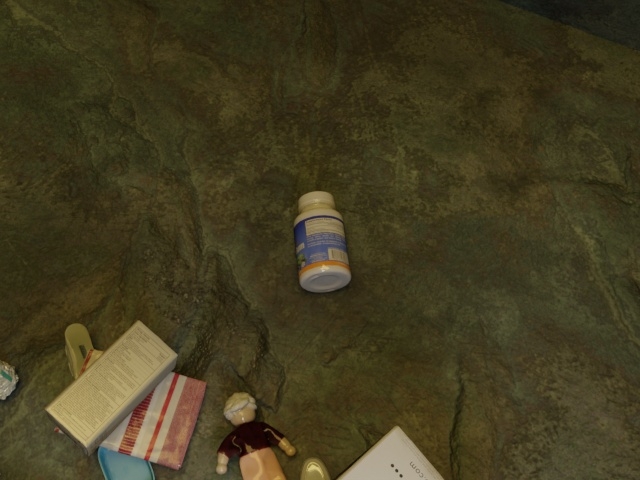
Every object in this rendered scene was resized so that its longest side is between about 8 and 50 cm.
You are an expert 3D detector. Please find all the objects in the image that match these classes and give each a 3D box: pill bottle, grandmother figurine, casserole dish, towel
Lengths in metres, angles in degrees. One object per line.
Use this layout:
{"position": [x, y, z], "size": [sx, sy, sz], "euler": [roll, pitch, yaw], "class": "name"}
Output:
{"position": [0.000, 0.000, 2.053], "size": [0.152, 0.152, 0.272], "euler": [-6, 61, -3], "class": "pill bottle"}
{"position": [-0.170, 0.545, 1.798], "size": [0.207, 0.104, 0.343], "euler": [-3, 55, -32], "class": "grandmother figurine"}
{"position": [-0.494, 0.580, 1.806], "size": [0.114, 0.037, 0.188], "euler": [-25, 66, -13], "class": "casserole dish"}
{"position": [-0.485, 0.436, 1.838], "size": [0.328, 0.037, 0.237], "euler": [19, 59, -5], "class": "towel"}

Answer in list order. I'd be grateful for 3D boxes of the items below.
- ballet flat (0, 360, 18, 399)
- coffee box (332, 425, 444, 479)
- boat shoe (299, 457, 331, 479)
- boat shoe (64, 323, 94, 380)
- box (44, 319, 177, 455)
{"position": [-1.018, 0.354, 1.872], "size": [0.408, 0.147, 0.147], "euler": [-3, 62, -1], "class": "ballet flat"}
{"position": [0.110, 0.676, 1.525], "size": [0.334, 0.338, 0.338], "euler": [-33, 74, -32], "class": "coffee box"}
{"position": [-0.003, 0.648, 1.749], "size": [0.083, 0.076, 0.226], "euler": [-8, 62, -5], "class": "boat shoe"}
{"position": [-0.638, 0.337, 1.913], "size": [0.079, 0.081, 0.228], "euler": [-13, 65, -27], "class": "boat shoe"}
{"position": [-0.518, 0.367, 1.774], "size": [0.148, 0.121, 0.311], "euler": [41, 61, 8], "class": "box"}
